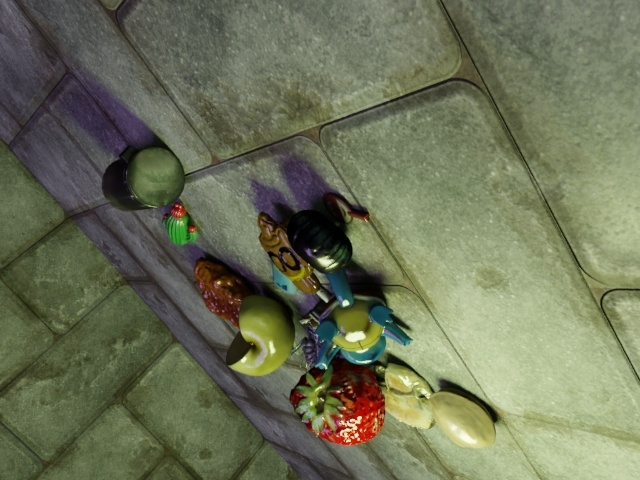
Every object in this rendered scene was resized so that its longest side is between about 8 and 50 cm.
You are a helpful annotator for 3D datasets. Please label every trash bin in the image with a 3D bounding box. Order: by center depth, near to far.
[{"bbox_3d":[-0.624,-0.208,2.046,0.252,0.203,0.301,43,156,-27],"label":"trash bin"}]

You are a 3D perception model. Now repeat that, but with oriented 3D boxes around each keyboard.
[{"bbox_3d":[0.069,0.290,1.936,0.230,0.094,0.025,42,141,3],"label":"keyboard"}]

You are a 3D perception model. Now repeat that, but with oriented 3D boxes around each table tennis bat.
[{"bbox_3d":[0.065,-0.077,1.528,0.154,0.019,0.098,21,146,41],"label":"table tennis bat"}]

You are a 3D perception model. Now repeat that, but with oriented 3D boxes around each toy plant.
[{"bbox_3d":[-0.533,-0.056,2.255,0.155,0.088,0.240,51,147,-10],"label":"toy plant"}]

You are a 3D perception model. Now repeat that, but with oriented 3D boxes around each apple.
[{"bbox_3d":[-0.212,0.359,2.209,0.233,0.258,0.295,20,108,3],"label":"apple"}]

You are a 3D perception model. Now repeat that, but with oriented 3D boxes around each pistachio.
[{"bbox_3d":[0.430,0.540,1.785,0.223,0.126,0.152,33,113,27],"label":"pistachio"}]

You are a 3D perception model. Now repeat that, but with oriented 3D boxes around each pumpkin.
[{"bbox_3d":[0.000,0.000,1.570,0.202,0.140,0.202,42,-178,-2],"label":"pumpkin"}]

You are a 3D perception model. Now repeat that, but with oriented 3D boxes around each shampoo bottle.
[{"bbox_3d":[-0.116,0.076,1.920,0.103,0.061,0.259,35,151,21],"label":"shampoo bottle"}]

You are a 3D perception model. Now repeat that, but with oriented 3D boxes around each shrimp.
[{"bbox_3d":[-0.003,0.383,2.110,0.221,0.166,0.411,9,127,14],"label":"shrimp"}]

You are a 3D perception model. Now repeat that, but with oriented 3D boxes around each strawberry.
[{"bbox_3d":[0.089,0.526,1.947,0.291,0.309,0.292,1,91,39],"label":"strawberry"}]

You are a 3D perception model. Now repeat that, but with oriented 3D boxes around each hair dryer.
[{"bbox_3d":[0.016,0.178,1.913,0.137,0.047,0.082,44,152,15],"label":"hair dryer"}]

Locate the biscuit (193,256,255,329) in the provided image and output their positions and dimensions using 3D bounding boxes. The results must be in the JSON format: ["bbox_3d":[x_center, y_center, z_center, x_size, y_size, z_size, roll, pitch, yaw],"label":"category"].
[{"bbox_3d":[-0.382,0.229,2.424,0.318,0.110,0.312,29,146,25],"label":"biscuit"}]

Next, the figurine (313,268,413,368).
[{"bbox_3d":[0.089,0.243,1.724,0.243,0.297,0.417,-117,4,-56],"label":"figurine"}]

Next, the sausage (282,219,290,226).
[{"bbox_3d":[-0.061,0.005,1.751,0.154,0.062,0.062,50,151,-11],"label":"sausage"}]

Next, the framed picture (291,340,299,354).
[{"bbox_3d":[-0.159,0.400,2.468,0.141,0.011,0.183,27,148,29],"label":"framed picture"}]

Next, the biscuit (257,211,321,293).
[{"bbox_3d":[-0.101,0.042,1.740,0.290,0.041,0.208,55,153,-11],"label":"biscuit"}]

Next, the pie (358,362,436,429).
[{"bbox_3d":[0.264,0.523,2.023,0.337,0.075,0.338,30,149,21],"label":"pie"}]
